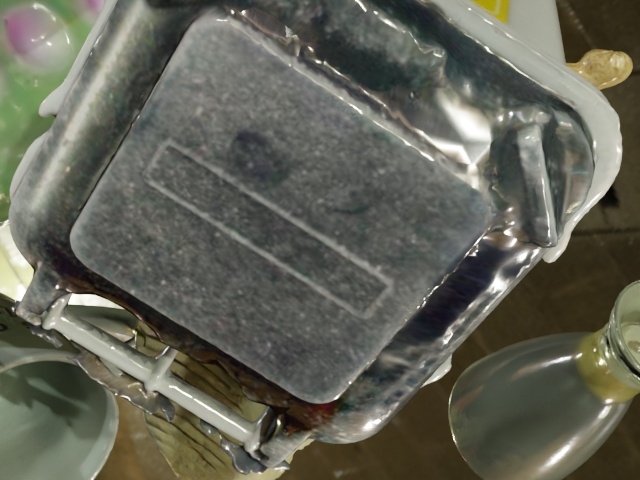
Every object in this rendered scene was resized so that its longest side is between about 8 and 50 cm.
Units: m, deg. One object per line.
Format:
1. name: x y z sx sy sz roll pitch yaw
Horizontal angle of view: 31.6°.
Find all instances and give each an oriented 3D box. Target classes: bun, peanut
1. bun: -0.068 0.107 0.977 0.210 0.116 0.237 5 101 49
2. peanut: 0.335 -0.210 1.424 0.113 0.054 0.054 -15 111 16

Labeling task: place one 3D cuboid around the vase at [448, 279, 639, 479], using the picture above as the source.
1. vase: 0.284 0.161 1.254 0.173 0.173 0.321 51 148 7

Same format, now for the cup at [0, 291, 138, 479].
1. cup: -0.305 0.130 1.151 0.234 0.258 0.186 37 144 47

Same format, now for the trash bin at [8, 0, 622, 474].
1. trash bin: 0.003 -0.083 0.682 0.256 0.367 0.296 31 124 -7

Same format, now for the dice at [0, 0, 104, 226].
1. dice: -0.348 -0.167 1.059 0.330 0.322 0.318 -22 103 51
